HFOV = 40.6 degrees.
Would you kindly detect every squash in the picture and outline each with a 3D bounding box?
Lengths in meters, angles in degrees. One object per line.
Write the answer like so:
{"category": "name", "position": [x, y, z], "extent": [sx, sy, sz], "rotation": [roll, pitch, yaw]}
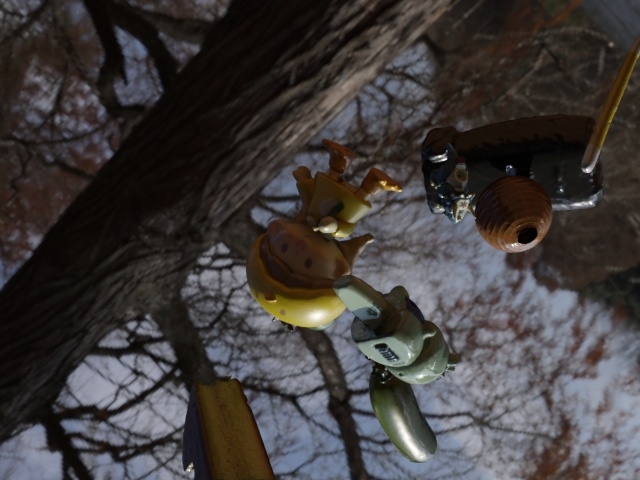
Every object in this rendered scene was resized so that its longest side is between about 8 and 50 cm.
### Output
{"category": "squash", "position": [0.144, 0.311, 1.592], "extent": [0.087, 0.087, 0.331], "rotation": [-103, -9, -49]}

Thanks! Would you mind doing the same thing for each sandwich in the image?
{"category": "sandwich", "position": [-0.166, 0.361, 1.499], "extent": [0.122, 0.128, 0.236], "rotation": [8, -143, -26]}

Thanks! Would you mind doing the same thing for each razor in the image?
{"category": "razor", "position": [0.349, -0.134, 1.594], "extent": [0.107, 0.327, 0.189], "rotation": [-68, -32, -51]}

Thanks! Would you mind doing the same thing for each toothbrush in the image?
{"category": "toothbrush", "position": [0.370, -0.208, 1.053], "extent": [0.024, 0.288, 0.021], "rotation": [17, 163, 34]}

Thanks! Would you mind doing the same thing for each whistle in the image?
{"category": "whistle", "position": [0.101, 0.122, 1.177], "extent": [0.244, 0.110, 0.092], "rotation": [45, -134, -30]}

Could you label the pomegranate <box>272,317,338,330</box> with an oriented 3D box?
{"category": "pomegranate", "position": [-0.029, 0.142, 1.831], "extent": [0.122, 0.161, 0.122], "rotation": [57, -175, -8]}

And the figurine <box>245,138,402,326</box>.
{"category": "figurine", "position": [0.000, 0.000, 1.592], "extent": [0.215, 0.344, 0.187], "rotation": [41, -158, 23]}

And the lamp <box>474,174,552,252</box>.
{"category": "lamp", "position": [0.336, -0.045, 1.509], "extent": [0.136, 0.136, 0.136], "rotation": [40, -157, -21]}

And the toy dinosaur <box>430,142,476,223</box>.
{"category": "toy dinosaur", "position": [0.139, -0.059, 0.900], "extent": [0.030, 0.047, 0.083], "rotation": [-1, -108, -22]}
